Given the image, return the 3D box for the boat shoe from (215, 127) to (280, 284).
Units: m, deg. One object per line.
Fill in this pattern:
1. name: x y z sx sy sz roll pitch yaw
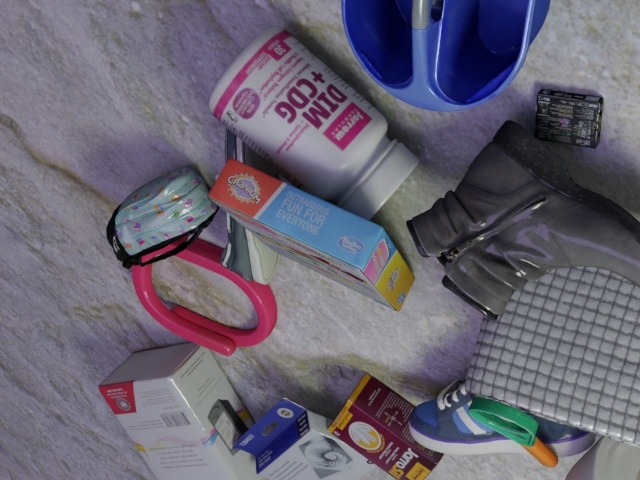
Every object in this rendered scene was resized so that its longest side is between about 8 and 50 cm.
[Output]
1. boat shoe: -0.131 -0.065 1.557 0.099 0.116 0.319 13 132 20

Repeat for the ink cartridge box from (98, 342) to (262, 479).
1. ink cartridge box: -0.266 0.365 1.934 0.226 0.131 0.306 -13 115 37

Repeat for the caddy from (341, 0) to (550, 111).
1. caddy: 0.151 -0.322 1.152 0.241 0.179 0.341 19 129 22

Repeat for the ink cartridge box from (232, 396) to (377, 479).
1. ink cartridge box: -0.025 0.396 1.807 0.224 0.045 0.223 26 136 -15

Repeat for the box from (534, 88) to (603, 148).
1. box: 0.323 -0.159 1.265 0.083 0.018 0.067 12 127 25

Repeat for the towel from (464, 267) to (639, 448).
1. towel: 0.360 0.141 1.310 0.283 0.235 0.121 14 167 20

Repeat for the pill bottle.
1. pill bottle: -0.007 -0.156 1.381 0.283 0.160 0.160 41 134 0

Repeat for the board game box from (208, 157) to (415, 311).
1. board game box: 0.000 0.000 1.415 0.242 0.064 0.316 25 173 17

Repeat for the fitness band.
1. fitness band: -0.213 0.096 1.769 0.291 0.054 0.209 21 127 18

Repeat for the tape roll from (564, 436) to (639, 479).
1. tape roll: 0.488 0.395 1.369 0.286 0.286 0.100 33 134 9

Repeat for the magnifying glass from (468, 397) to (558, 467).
1. magnifying glass: 0.278 0.270 1.347 0.092 0.026 0.231 9 159 39

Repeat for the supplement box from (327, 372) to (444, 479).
1. supplement box: 0.122 0.336 1.699 0.188 0.081 0.104 35 133 7

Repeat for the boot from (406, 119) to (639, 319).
1. boot: 0.291 0.025 1.259 0.338 0.118 0.223 44 98 24

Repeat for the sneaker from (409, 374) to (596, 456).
1. sneaker: 0.260 0.205 1.501 0.322 0.130 0.236 -4 111 38

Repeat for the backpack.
1. backpack: -0.265 -0.046 1.639 0.182 0.152 0.115 -21 118 28
